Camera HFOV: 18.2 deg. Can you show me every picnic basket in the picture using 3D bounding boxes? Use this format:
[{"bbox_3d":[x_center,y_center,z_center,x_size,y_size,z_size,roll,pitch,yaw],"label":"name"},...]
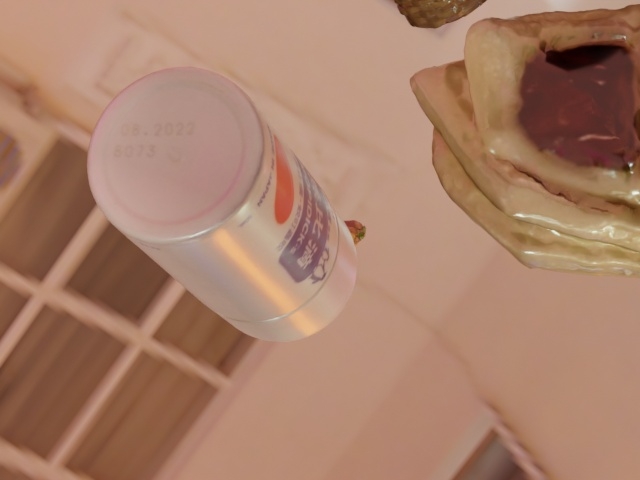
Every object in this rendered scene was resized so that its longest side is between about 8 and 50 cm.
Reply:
[{"bbox_3d":[0.058,-0.166,1.103,0.083,0.072,0.072,57,-178,-28],"label":"picnic basket"}]

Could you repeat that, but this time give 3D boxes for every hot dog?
[{"bbox_3d":[0.000,0.000,2.249,0.122,0.037,0.049,-8,-173,43],"label":"hot dog"}]

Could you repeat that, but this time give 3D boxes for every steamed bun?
[{"bbox_3d":[0.288,-0.062,1.222,0.428,0.189,0.247,-1,-125,-16],"label":"steamed bun"}]

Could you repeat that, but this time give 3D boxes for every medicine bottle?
[{"bbox_3d":[-0.060,-0.012,1.500,0.130,0.130,0.341,41,176,21],"label":"medicine bottle"}]
